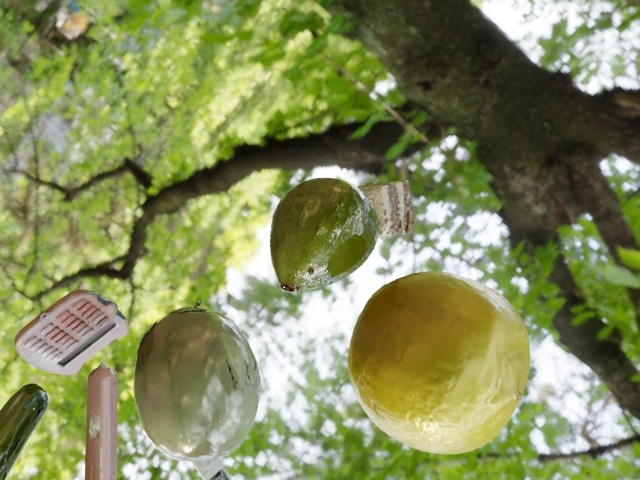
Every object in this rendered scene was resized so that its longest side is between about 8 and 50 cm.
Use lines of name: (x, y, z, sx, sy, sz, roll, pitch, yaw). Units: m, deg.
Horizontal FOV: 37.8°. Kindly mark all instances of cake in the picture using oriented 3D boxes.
cake: (0.137, -0.073, 2.231, 0.134, 0.135, 0.147, -5, -176, 26)

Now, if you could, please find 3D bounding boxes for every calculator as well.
calculator: (-0.545, 0.198, 2.054, 0.220, 0.048, 0.330, -37, 161, -6)

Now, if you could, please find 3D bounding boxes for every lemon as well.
lemon: (0.210, 0.216, 1.690, 0.348, 0.348, 0.348, -47, -163, 19)

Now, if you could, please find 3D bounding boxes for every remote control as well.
remote control: (-0.317, 0.573, 2.504, 0.067, 0.261, 0.029, -38, -153, -22)

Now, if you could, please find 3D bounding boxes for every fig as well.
fig: (0.000, 0.000, 1.757, 0.203, 0.203, 0.225, -17, -137, 63)

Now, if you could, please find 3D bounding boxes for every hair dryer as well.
hair dryer: (-0.396, 0.387, 1.621, 0.210, 0.125, 0.353, 21, 66, -71)

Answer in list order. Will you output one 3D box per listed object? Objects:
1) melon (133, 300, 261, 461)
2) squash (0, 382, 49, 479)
melon: (-0.254, 0.291, 1.944, 0.268, 0.268, 0.330, 165, -77, -65)
squash: (-0.610, 0.394, 1.790, 0.087, 0.087, 0.332, -41, -162, 35)
